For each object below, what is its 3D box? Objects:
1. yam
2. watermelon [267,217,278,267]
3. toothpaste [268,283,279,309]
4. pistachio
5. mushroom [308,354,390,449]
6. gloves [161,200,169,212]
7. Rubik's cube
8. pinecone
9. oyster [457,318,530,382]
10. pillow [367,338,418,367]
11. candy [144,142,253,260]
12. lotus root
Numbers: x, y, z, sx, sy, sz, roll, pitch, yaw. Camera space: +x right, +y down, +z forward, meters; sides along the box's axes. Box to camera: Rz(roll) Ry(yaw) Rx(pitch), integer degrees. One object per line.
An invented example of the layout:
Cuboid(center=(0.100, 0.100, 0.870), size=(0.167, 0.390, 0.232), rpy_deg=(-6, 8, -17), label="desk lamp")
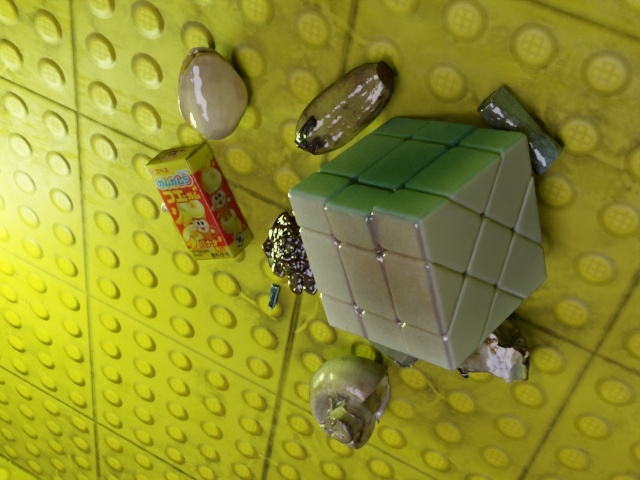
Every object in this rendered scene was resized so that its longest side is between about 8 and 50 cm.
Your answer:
Cuboid(center=(0.357, -0.195, 1.500), size=(0.169, 0.068, 0.068), rpy_deg=(46, 136, -6), label="yam")
Cuboid(center=(-0.077, 0.011, 1.965), size=(0.094, 0.125, 0.135), rpy_deg=(0, 161, -2), label="watermelon")
Cuboid(center=(-0.118, 0.143, 2.121), size=(0.027, 0.019, 0.083), rpy_deg=(37, 135, 28), label="toothpaste")
Cuboid(center=(-0.227, -0.309, 1.768), size=(0.145, 0.117, 0.200), rpy_deg=(-7, 120, -7), label="pistachio")
Cuboid(center=(0.053, 0.396, 2.084), size=(0.189, 0.195, 0.253), rpy_deg=(21, 130, 24), label="mushroom")
Cuboid(center=(-0.374, -0.093, 2.093), size=(0.044, 0.037, 0.081), rpy_deg=(65, 150, 26), label="gloves")
Cuboid(center=(0.184, -0.009, 1.536), size=(0.316, 0.322, 0.318), rpy_deg=(15, 133, 43), label="Rubik's cube")
Cuboid(center=(0.002, -0.001, 1.795), size=(0.229, 0.201, 0.202), rpy_deg=(-23, 106, 39), label="pinecone")
Cuboid(center=(0.299, 0.193, 1.802), size=(0.337, 0.133, 0.198), rpy_deg=(25, 136, 18), label="oyster")
Cuboid(center=(0.154, 0.219, 1.974), size=(0.208, 0.053, 0.119), rpy_deg=(38, 140, 2), label="pillow")
Cuboid(center=(-0.286, -0.087, 1.998), size=(0.146, 0.088, 0.276), rpy_deg=(-2, 122, 36), label="candy")
Cuboid(center=(0.048, -0.254, 1.639), size=(0.110, 0.097, 0.258), rpy_deg=(44, 129, -15), label="lotus root")
